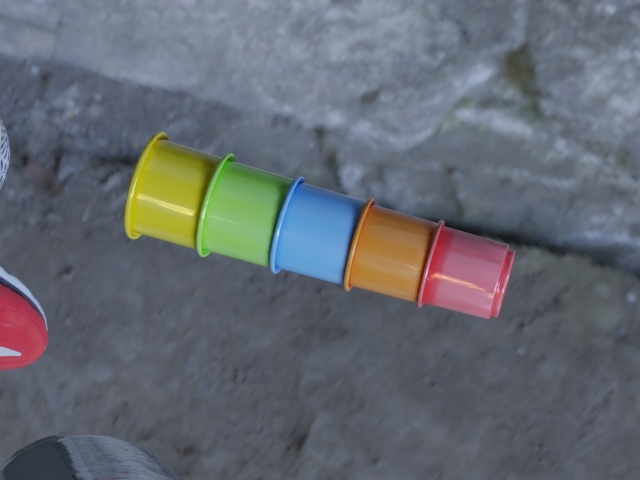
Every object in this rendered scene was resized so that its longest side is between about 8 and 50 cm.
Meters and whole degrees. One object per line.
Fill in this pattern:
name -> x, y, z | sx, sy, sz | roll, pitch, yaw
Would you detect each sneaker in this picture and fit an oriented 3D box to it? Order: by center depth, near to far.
sneaker -> -0.339, 0.067, 1.404 | 0.279, 0.107, 0.118 | 29, 19, -46

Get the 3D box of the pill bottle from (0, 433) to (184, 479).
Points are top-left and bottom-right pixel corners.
pill bottle -> -0.140, 0.208, 1.028 | 0.160, 0.283, 0.160 | -1, 93, -15

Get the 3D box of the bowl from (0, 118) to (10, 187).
bowl -> -0.394, -0.082, 1.779 | 0.170, 0.080, 0.170 | -9, 67, 23

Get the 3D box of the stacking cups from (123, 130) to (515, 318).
stacking cups -> 0.000, 0.000, 1.366 | 0.316, 0.096, 0.096 | 18, 51, 6
